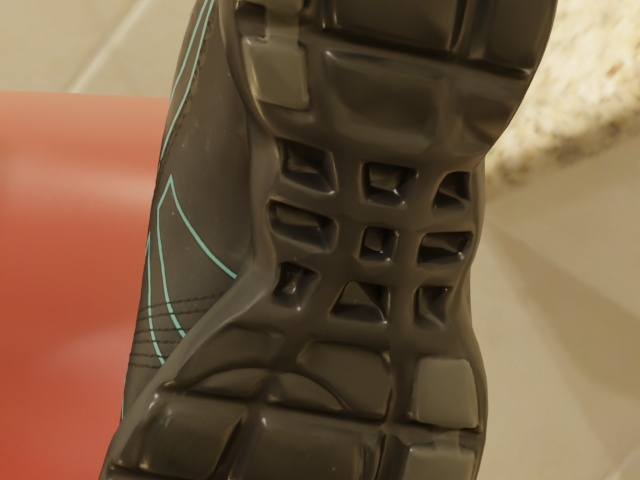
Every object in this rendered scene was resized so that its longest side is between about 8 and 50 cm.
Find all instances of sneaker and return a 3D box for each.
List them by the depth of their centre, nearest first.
[{"bbox_3d":[0.000,0.000,0.389,0.106,0.101,0.267,-109,33,-65],"label":"sneaker"}]

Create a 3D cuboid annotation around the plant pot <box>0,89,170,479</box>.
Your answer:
[{"bbox_3d":[-0.154,0.047,0.634,0.275,0.243,0.275,12,-90,-90],"label":"plant pot"}]
